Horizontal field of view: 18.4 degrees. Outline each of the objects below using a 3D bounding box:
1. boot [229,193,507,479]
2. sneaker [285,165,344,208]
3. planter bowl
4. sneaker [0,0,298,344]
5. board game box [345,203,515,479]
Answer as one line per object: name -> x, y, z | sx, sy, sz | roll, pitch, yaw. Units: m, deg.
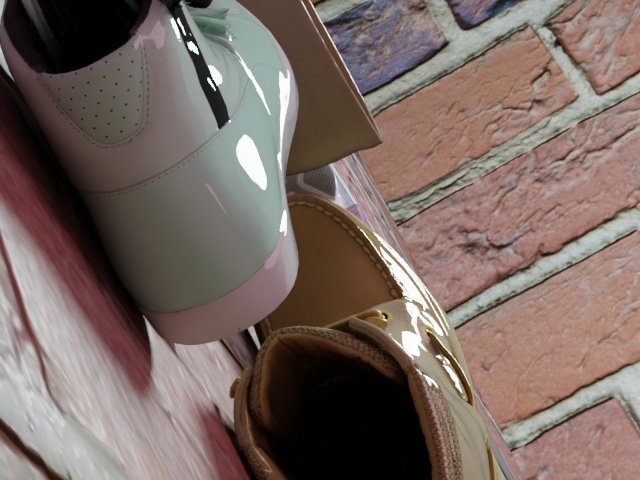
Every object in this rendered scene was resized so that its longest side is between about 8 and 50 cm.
boot -> 0.010, 0.062, 0.913 | 0.262, 0.095, 0.203 | 66, 8, 25
sneaker -> 0.000, 0.000, 1.480 | 0.061, 0.053, 0.152 | 85, -16, -61
planter bowl -> -0.051, -0.098, 1.064 | 0.162, 0.109, 0.162 | 60, 4, -7
sneaker -> -0.072, -0.088, 0.810 | 0.256, 0.094, 0.151 | -108, 174, -57
board game box -> 0.082, 0.155, 1.277 | 0.319, 0.066, 0.318 | 60, 4, -13
